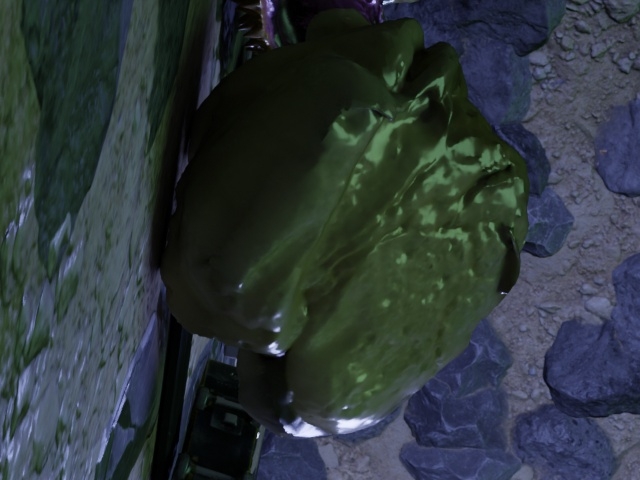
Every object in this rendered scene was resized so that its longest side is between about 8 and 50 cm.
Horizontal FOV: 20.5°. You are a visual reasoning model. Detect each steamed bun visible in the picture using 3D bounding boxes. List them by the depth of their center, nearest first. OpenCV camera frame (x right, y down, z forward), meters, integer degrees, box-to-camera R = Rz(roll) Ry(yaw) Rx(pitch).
[{"bbox_3d":[0.008,-0.023,1.507,0.325,0.230,0.372,-41,137,-10],"label":"steamed bun"}]

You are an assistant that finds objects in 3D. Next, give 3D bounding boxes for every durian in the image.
[{"bbox_3d":[-0.014,-0.252,1.618,0.186,0.153,0.260,-111,-158,-50],"label":"durian"}]

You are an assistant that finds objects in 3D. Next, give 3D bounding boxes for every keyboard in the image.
[{"bbox_3d":[-0.124,0.083,1.676,0.103,0.041,0.381,-78,-176,-59],"label":"keyboard"}]

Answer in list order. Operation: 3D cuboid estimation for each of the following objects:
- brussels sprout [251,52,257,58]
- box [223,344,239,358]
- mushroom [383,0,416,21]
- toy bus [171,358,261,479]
[{"bbox_3d":[-0.051,-0.120,1.825,0.139,0.100,0.181,133,-37,-55],"label":"brussels sprout"},{"bbox_3d":[0.000,0.000,2.231,0.051,0.204,0.365,-74,174,-66],"label":"box"},{"bbox_3d":[0.031,-0.315,1.866,0.164,0.189,0.267,-34,173,-47],"label":"mushroom"},{"bbox_3d":[-0.106,0.213,1.776,0.226,0.081,0.074,-83,-167,-54],"label":"toy bus"}]
